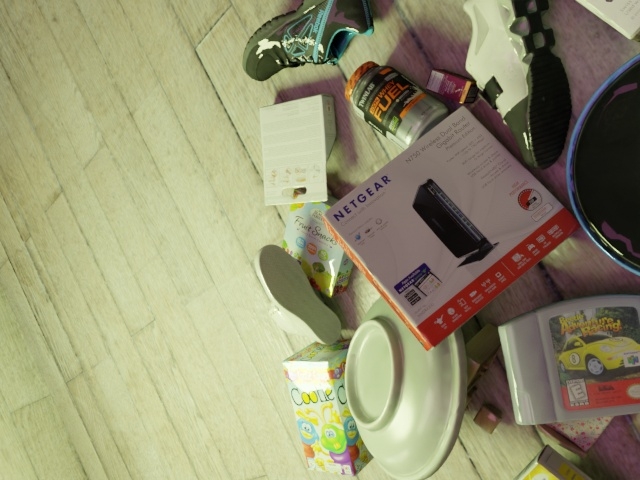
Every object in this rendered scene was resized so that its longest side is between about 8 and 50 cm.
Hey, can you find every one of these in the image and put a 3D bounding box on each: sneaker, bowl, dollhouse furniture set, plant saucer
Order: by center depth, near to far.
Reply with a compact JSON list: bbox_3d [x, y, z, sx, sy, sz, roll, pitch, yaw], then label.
[{"bbox_3d":[0.554,-0.114,0.825,0.391,0.077,0.391,6,98,44],"label":"bowl"},{"bbox_3d":[0.330,-0.282,0.986,0.146,0.122,0.331,-3,102,56],"label":"sneaker"},{"bbox_3d":[0.404,0.330,1.045,0.355,0.173,0.303,35,121,25],"label":"dollhouse furniture set"},{"bbox_3d":[0.136,0.268,1.140,0.400,0.100,0.401,-171,90,-68],"label":"plant saucer"},{"bbox_3d":[-0.037,-0.418,1.208,0.340,0.125,0.140,-26,91,41],"label":"sneaker"},{"bbox_3d":[-0.092,0.132,1.348,0.169,0.108,0.293,-2,130,52],"label":"sneaker"}]

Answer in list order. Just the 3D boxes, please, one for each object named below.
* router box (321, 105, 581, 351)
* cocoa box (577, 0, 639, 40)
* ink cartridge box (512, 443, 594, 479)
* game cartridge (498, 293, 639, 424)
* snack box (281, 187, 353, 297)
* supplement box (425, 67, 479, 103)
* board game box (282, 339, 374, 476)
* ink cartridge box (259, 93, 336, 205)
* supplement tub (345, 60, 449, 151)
[{"bbox_3d":[0.223,-0.024,1.016,0.335,0.082,0.301,-38,75,-6],"label":"router box"},{"bbox_3d":[0.469,-0.467,0.742,0.231,0.228,0.347,48,126,16],"label":"cocoa box"},{"bbox_3d":[0.485,0.575,1.075,0.307,0.072,0.304,39,137,25],"label":"ink cartridge box"},{"bbox_3d":[0.458,0.191,0.947,0.294,0.060,0.196,-10,82,9],"label":"game cartridge"},{"bbox_3d":[0.000,0.000,1.327,0.174,0.070,0.207,28,116,30],"label":"snack box"},{"bbox_3d":[0.249,-0.290,1.068,0.083,0.055,0.043,31,119,28],"label":"supplement box"},{"bbox_3d":[0.034,0.393,1.361,0.142,0.144,0.275,-9,98,38],"label":"board game box"},{"bbox_3d":[-0.051,-0.203,1.303,0.189,0.066,0.232,-2,97,37],"label":"ink cartridge box"},{"bbox_3d":[0.146,-0.262,1.115,0.190,0.117,0.117,42,124,21],"label":"supplement tub"}]
